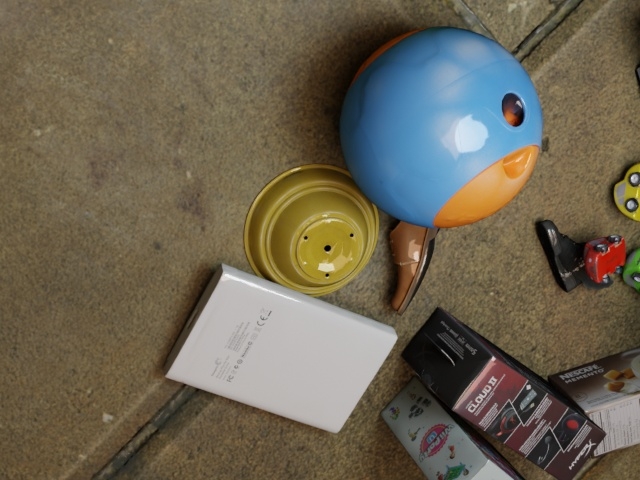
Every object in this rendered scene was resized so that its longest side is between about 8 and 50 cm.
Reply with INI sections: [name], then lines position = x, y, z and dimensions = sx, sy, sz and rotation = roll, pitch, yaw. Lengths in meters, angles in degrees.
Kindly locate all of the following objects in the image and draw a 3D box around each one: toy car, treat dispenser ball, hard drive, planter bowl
[toy car]
position = 0.506, 0.016, 2.043
dimensions = 0.239, 0.053, 0.225
rotation = -59, 135, -24
[treat dispenser ball]
position = 0.170, -0.160, 1.770
dimensions = 0.288, 0.288, 0.288
rotation = -5, 110, -16
[hard drive]
position = -0.061, 0.173, 1.932
dimensions = 0.308, 0.040, 0.203
rotation = 22, 112, -23
[planter bowl]
position = 0.000, 0.000, 1.882
dimensions = 0.217, 0.090, 0.217
rotation = -6, 110, -16

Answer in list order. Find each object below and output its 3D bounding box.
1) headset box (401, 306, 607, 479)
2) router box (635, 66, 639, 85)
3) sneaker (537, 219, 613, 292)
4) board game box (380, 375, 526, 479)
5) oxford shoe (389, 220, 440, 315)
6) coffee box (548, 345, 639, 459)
[headset box]
position = 0.278, 0.238, 1.980
dimensions = 0.293, 0.218, 0.110
rotation = 34, 94, -24
[router box]
position = 0.670, -0.172, 1.980
dimensions = 0.243, 0.081, 0.308
rotation = -19, 91, -10
[sneaker]
position = 0.421, 0.020, 2.044
dimensions = 0.089, 0.051, 0.170
rotation = -29, 119, -7
[board game box]
position = 0.242, 0.368, 1.966
dimensions = 0.224, 0.303, 0.097
rotation = 41, 93, -25
[oxford shoe]
position = 0.139, 0.015, 1.954
dimensions = 0.076, 0.076, 0.212
rotation = 17, 107, 9
[coffee box]
position = 0.531, 0.263, 2.111
dimensions = 0.247, 0.141, 0.098
rotation = -16, 113, -10
